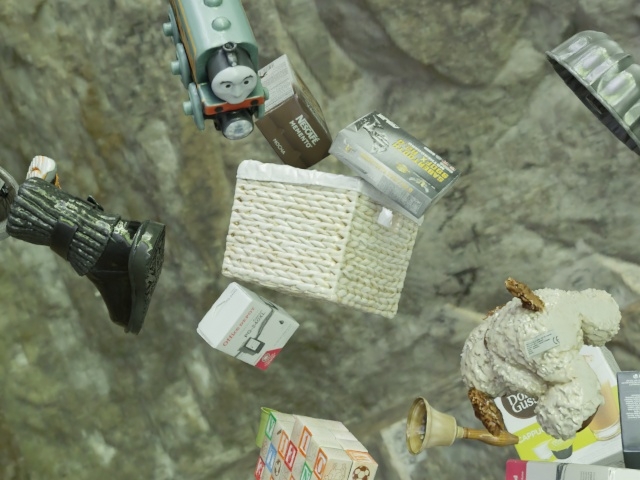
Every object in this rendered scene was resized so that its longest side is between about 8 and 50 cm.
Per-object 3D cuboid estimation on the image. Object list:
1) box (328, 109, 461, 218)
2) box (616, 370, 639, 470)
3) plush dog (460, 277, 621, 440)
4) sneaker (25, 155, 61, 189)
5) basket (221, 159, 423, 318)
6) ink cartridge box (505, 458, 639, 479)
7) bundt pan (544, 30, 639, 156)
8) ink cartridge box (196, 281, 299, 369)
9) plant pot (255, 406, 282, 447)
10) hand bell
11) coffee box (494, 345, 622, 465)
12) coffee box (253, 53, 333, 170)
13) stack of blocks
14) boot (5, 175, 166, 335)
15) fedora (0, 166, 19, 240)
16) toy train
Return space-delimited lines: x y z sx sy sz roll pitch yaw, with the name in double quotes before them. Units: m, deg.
"box" 0.154 -0.159 1.762 0.231 0.183 0.056 38 -56 10
"box" 0.599 0.341 1.593 0.156 0.093 0.158 60 30 -49
"plush dog" 0.299 0.166 1.319 0.210 0.262 0.225 36 -39 -11
"sneaker" -0.601 -0.113 1.893 0.215 0.083 0.084 -41 -138 51
"basket" 0.000 0.000 1.935 0.331 0.328 0.266 11 -96 32
"ink cartridge box" 0.450 0.424 1.441 0.237 0.172 0.100 -18 -117 59
"bundt pan" 0.659 -0.343 1.947 0.331 0.124 0.331 43 15 -14
"ink cartridge box" -0.126 0.153 1.529 0.063 0.109 0.150 39 3 40
"plant pot" -0.105 0.416 1.893 0.079 0.083 0.083 -68 -164 -3
"hand bell" 0.320 0.423 1.900 0.126 0.242 0.126 -168 -90 -77
"coffee box" 0.739 0.507 2.537 0.338 0.337 0.334 31 33 -58
"coffee box" -0.071 -0.298 2.033 0.168 0.119 0.297 53 11 -28
"stack of blocks" -0.018 0.389 1.473 0.297 0.087 0.171 -150 -106 -69
"boot" -0.424 0.030 1.584 0.348 0.260 0.131 111 -4 -53
"fedora" -0.730 -0.063 1.719 0.244 0.275 0.124 50 -57 11
"toy train" -0.171 -0.323 1.374 0.190 0.142 0.334 96 -21 -59
